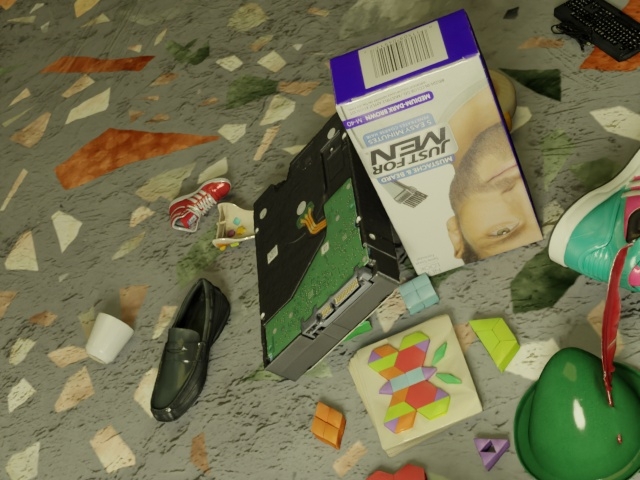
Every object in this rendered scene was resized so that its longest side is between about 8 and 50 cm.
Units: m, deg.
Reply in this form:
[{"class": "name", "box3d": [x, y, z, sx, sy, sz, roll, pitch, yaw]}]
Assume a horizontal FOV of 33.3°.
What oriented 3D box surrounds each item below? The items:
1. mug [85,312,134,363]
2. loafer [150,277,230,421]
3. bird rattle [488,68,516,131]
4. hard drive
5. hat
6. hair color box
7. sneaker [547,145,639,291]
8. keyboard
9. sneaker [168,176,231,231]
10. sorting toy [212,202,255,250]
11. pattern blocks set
[{"class": "mug", "box3d": [-0.326, 0.155, 1.635, 0.062, 0.078, 0.064, 24, 69, 6]}, {"class": "loafer", "box3d": [-0.195, 0.154, 1.535, 0.076, 0.078, 0.223, -2, 49, 28]}, {"class": "bird rattle", "box3d": [0.200, -0.207, 1.665, 0.207, 0.143, 0.253, -5, 34, 10]}, {"class": "hard drive", "box3d": [0.000, 0.000, 1.510, 0.237, 0.064, 0.339, -46, 32, 31]}, {"class": "hat", "box3d": [0.279, 0.149, 1.196, 0.173, 0.183, 0.208, -7, 47, 24]}, {"class": "hair color box", "box3d": [0.158, -0.114, 1.399, 0.185, 0.339, 0.110, -19, 45, 12]}, {"class": "sneaker", "box3d": [0.442, -0.032, 1.328, 0.295, 0.124, 0.178, -37, 51, -24]}, {"class": "keyboard", "box3d": [0.436, -0.343, 1.689, 0.100, 0.038, 0.192, -33, 41, -3]}, {"class": "sneaker", "box3d": [-0.198, -0.056, 1.765, 0.118, 0.042, 0.067, -27, 38, 15]}, {"class": "sorting toy", "box3d": [-0.126, -0.020, 1.695, 0.075, 0.045, 0.083, -8, 46, 12]}, {"class": "pattern blocks set", "box3d": [0.119, 0.184, 1.370, 0.285, 0.026, 0.325, -34, 42, -4]}]
